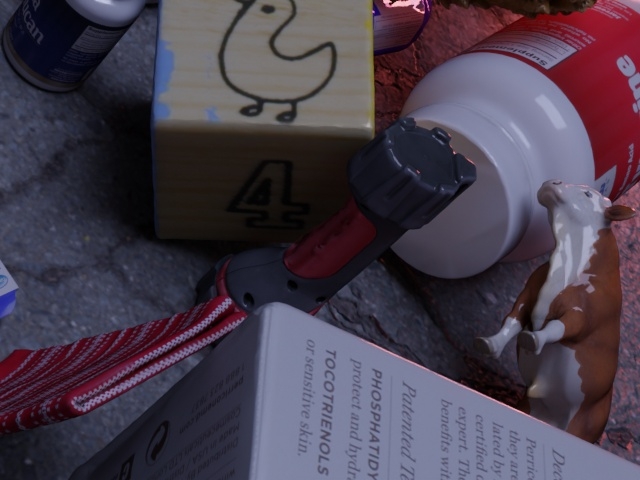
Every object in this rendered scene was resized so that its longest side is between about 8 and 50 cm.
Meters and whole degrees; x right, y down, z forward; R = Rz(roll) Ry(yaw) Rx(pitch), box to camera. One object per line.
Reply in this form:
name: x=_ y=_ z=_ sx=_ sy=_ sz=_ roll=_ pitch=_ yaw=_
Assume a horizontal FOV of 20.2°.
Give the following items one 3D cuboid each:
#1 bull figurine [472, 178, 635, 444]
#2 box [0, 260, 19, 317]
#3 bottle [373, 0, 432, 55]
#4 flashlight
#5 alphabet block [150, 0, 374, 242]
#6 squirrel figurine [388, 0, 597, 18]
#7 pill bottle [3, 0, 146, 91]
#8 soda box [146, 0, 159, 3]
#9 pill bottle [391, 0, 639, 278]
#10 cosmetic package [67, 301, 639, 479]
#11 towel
bull figurine: x=0.232 y=0.097 z=1.764 sx=0.101 sy=0.310 sz=0.188 roll=20 pitch=40 yaw=38
box: x=-0.319 y=0.017 z=1.529 sx=0.081 sy=0.028 sz=0.136 roll=-27 pitch=81 yaw=-47
bottle: x=0.011 y=-0.246 z=1.918 sx=0.118 sy=0.092 sz=0.283 roll=44 pitch=29 yaw=17
flashlight: x=0.000 y=0.000 z=1.600 sx=0.103 sy=0.304 sz=0.103 roll=51 pitch=43 yaw=5
alphabet block: x=-0.054 y=-0.121 z=1.668 sx=0.197 sy=0.193 sz=0.192 roll=1 pitch=58 yaw=-3
squirrel figurine: x=0.230 y=-0.394 z=1.922 sx=0.370 sy=0.281 sz=0.397 roll=13 pitch=68 yaw=-14
pill bottle: x=-0.222 y=-0.223 z=1.683 sx=0.094 sy=0.169 sz=0.094 roll=22 pitch=47 yaw=-26
soda box: x=-0.194 y=-0.285 z=1.812 sx=0.216 sy=0.069 sz=0.074 roll=-9 pitch=71 yaw=-37
pill bottle: x=0.227 y=-0.115 z=1.933 sx=0.229 sy=0.229 sz=0.408 roll=52 pitch=42 yaw=4
cosmetic package: x=0.026 y=0.316 z=1.365 sx=0.394 sy=0.329 sz=0.327 roll=25 pitch=46 yaw=-24
towel: x=-0.211 y=0.108 z=1.377 sx=0.199 sy=0.275 sz=0.031 roll=-29 pitch=100 yaw=-48
